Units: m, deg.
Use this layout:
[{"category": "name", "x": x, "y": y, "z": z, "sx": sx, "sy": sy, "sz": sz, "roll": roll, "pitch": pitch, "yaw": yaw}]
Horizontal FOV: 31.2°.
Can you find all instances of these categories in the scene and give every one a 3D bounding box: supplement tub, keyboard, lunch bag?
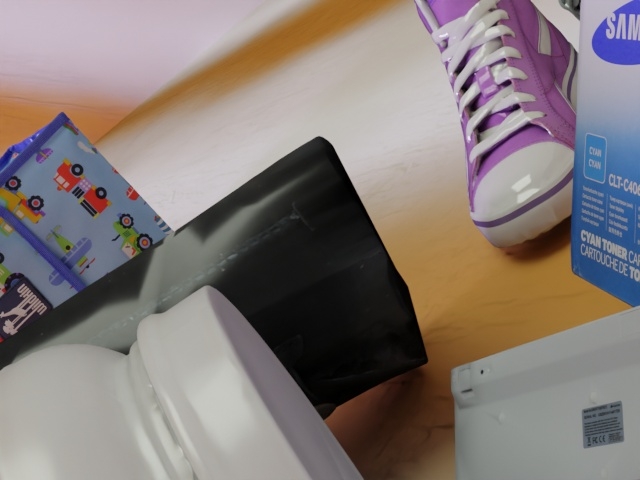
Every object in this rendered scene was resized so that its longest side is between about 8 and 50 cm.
[{"category": "supplement tub", "x": -0.123, "y": 0.190, "z": 0.467, "sx": 0.325, "sy": 0.235, "sz": 0.235, "roll": -34, "pitch": 18, "yaw": -1}, {"category": "keyboard", "x": 0.122, "y": 0.069, "z": 0.491, "sx": 0.256, "sy": 0.014, "sz": 0.072, "roll": 146, "pitch": 124, "yaw": -62}, {"category": "lunch bag", "x": -0.310, "y": 0.049, "z": 1.218, "sx": 0.138, "sy": 0.221, "sz": 0.293, "roll": -22, "pitch": 27, "yaw": 46}]

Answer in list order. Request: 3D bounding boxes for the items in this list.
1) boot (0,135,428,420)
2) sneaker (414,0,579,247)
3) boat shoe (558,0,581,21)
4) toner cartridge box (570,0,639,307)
[{"category": "boot", "x": -0.144, "y": 0.145, "z": 0.736, "sx": 0.445, "sy": 0.146, "sz": 0.367, "roll": -34, "pitch": -16, "yaw": -6}, {"category": "sneaker", "x": 0.117, "y": -0.115, "z": 0.821, "sx": 0.102, "sy": 0.161, "sz": 0.282, "roll": -32, "pitch": 22, "yaw": 23}, {"category": "boat shoe", "x": 0.238, "y": -0.210, "z": 0.937, "sx": 0.081, "sy": 0.079, "sz": 0.227, "roll": -43, "pitch": 11, "yaw": 29}, {"category": "toner cartridge box", "x": 0.203, "y": -0.026, "z": 0.426, "sx": 0.075, "sy": 0.165, "sz": 0.348, "roll": -2, "pitch": 12, "yaw": -13}]
